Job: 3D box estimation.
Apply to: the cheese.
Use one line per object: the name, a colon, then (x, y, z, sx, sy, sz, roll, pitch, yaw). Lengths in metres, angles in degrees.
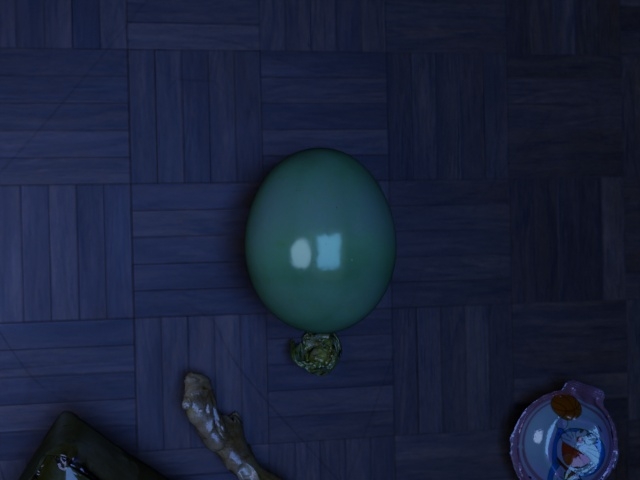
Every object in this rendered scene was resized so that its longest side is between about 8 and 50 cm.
cheese: (0.375, 0.362, 1.907, 0.189, 0.074, 0.286, 22, 87, -11)

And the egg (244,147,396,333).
egg: (0.000, 0.000, 1.744, 0.220, 0.220, 0.270, 1, 78, -13)

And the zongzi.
zongzi: (-0.329, 0.492, 1.707, 0.356, 0.174, 0.393, 36, 92, -17)

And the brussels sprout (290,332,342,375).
brussels sprout: (-0.002, 0.169, 1.830, 0.085, 0.058, 0.085, -4, 64, 8)

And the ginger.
ginger: (-0.117, 0.317, 1.796, 0.075, 0.089, 0.288, -33, 101, 25)
